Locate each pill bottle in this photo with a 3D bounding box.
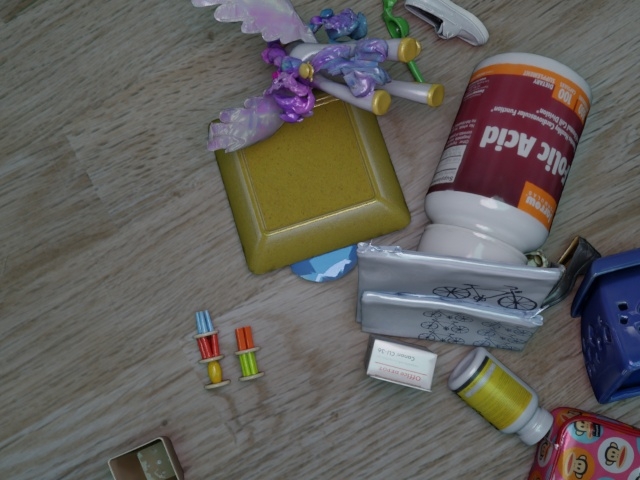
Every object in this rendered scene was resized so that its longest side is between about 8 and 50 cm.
[{"bbox_3d":[0.338,0.293,1.196,0.184,0.103,0.103,41,88,4],"label":"pill bottle"},{"bbox_3d":[0.319,-0.111,1.144,0.224,0.224,0.392,21,80,3],"label":"pill bottle"}]

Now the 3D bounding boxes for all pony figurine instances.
[{"bbox_3d":[-0.017,-0.297,1.090,0.364,0.351,0.302,19,115,33],"label":"pony figurine"}]

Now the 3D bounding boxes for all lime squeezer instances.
[{"bbox_3d":[0.174,-0.447,1.287,0.110,0.059,0.310,6,84,-28],"label":"lime squeezer"}]

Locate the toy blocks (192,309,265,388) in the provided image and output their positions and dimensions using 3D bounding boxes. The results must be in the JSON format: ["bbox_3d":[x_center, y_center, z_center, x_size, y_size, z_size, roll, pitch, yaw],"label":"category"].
[{"bbox_3d":[-0.181,0.201,1.240,0.123,0.054,0.148,-14,85,1],"label":"toy blocks"}]

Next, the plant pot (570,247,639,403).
[{"bbox_3d":[0.582,0.136,1.126,0.236,0.236,0.212,-14,61,2],"label":"plant pot"}]

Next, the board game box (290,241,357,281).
[{"bbox_3d":[0.000,0.000,1.262,0.133,0.033,0.168,-13,78,1],"label":"board game box"}]

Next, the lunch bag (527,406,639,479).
[{"bbox_3d":[0.518,0.476,1.178,0.258,0.120,0.293,16,88,-1],"label":"lunch bag"}]

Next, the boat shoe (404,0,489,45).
[{"bbox_3d":[0.245,-0.430,1.252,0.184,0.066,0.063,33,83,-18],"label":"boat shoe"}]

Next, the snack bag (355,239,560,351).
[{"bbox_3d":[0.220,0.109,1.094,0.323,0.342,0.037,8,63,7],"label":"snack bag"}]

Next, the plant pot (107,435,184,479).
[{"bbox_3d":[-0.317,0.431,1.206,0.109,0.096,0.109,-24,86,-1],"label":"plant pot"}]

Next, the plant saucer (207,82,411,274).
[{"bbox_3d":[-0.029,-0.140,1.231,0.333,0.081,0.332,-18,79,1],"label":"plant saucer"}]

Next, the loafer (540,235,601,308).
[{"bbox_3d":[0.458,0.063,1.226,0.170,0.062,0.061,-44,103,-11],"label":"loafer"}]

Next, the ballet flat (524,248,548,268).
[{"bbox_3d":[0.330,0.084,1.225,0.241,0.077,0.091,-36,87,-1],"label":"ballet flat"}]

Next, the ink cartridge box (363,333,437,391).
[{"bbox_3d":[0.143,0.218,1.158,0.115,0.198,0.067,13,87,2],"label":"ink cartridge box"}]
